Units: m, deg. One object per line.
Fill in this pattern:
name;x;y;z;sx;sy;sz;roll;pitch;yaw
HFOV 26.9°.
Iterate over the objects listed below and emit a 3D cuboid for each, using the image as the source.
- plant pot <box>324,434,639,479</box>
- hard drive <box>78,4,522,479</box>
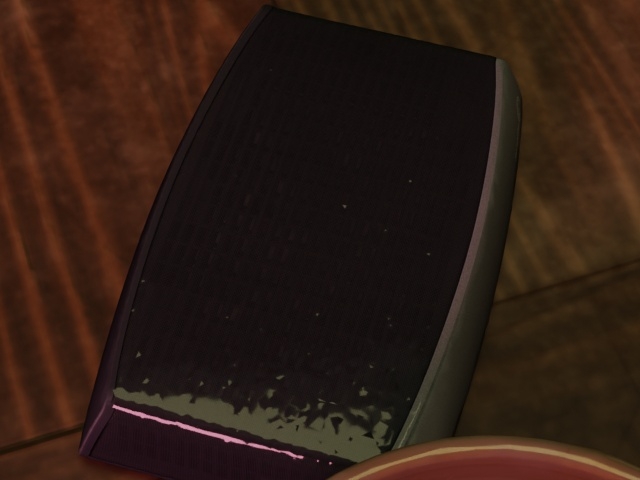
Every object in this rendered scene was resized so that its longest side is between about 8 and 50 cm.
plant pot;0.063;0.198;0.478;0.237;0.110;0.237;1;59;-2
hard drive;0.000;0.000;0.631;0.172;0.054;0.255;14;59;7
